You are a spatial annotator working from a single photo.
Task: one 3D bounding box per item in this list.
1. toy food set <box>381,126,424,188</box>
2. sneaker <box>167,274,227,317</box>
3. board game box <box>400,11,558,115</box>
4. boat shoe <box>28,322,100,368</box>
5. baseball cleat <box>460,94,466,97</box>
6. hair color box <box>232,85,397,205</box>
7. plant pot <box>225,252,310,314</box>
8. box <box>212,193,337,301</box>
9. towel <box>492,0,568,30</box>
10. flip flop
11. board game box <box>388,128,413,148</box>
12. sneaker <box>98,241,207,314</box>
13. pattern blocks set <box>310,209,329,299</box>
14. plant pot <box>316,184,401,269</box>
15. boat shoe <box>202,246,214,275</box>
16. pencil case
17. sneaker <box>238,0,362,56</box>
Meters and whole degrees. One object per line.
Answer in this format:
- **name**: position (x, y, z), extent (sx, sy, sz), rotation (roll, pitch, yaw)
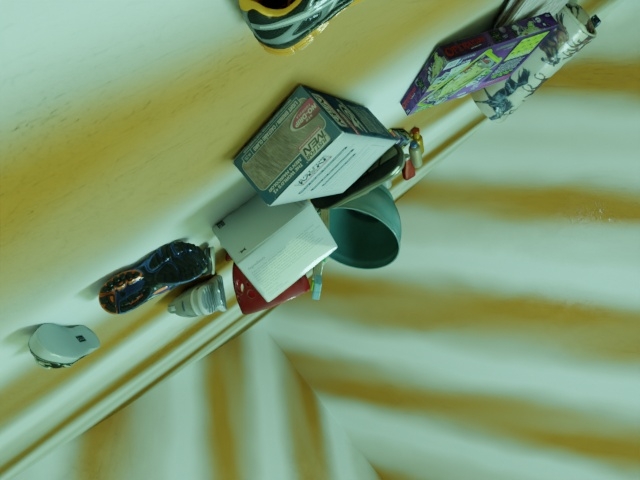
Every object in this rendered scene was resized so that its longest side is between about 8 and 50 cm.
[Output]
- **toy food set**: position (0.246, -0.259, 1.564), extent (0.232, 0.111, 0.104), rotation (-28, 141, -4)
- **sneaker**: position (-0.330, 0.153, 1.322), extent (0.115, 0.105, 0.281), rotation (-10, 175, 2)
- **board game box**: position (0.375, -0.420, 1.158), extent (0.347, 0.056, 0.208), rotation (-24, 165, -22)
- **boat shoe**: position (-0.470, 0.200, 0.872), extent (0.070, 0.077, 0.219), rotation (-39, 174, -10)
- **baseball cleat**: position (0.438, -0.473, 1.318), extent (0.206, 0.072, 0.109), rotation (-45, 165, 14)
- **hair color box**: position (0.009, -0.169, 0.897), extent (0.174, 0.105, 0.347), rotation (-43, 172, 22)
- **plant pot**: position (-0.139, 0.079, 1.254), extent (0.191, 0.174, 0.191), rotation (-18, 180, 0)
- **box**: position (-0.096, -0.006, 0.977), extent (0.182, 0.119, 0.181), rotation (-38, -146, -8)
- **towel**: position (0.542, -0.598, 1.146), extent (0.332, 0.053, 0.317), rotation (-37, 173, -16)
- **flip flop**: position (0.081, -0.144, 1.117), extent (0.277, 0.112, 0.080), rotation (-21, 162, 35)
- **board game box**: position (0.184, -0.257, 1.440), extent (0.170, 0.048, 0.141), rotation (-43, 173, 28)
- **sneaker**: position (-0.315, 0.069, 0.910), extent (0.221, 0.083, 0.087), rotation (-27, 180, -37)
- **pattern blocks set**: position (0.000, 0.000, 1.273), extent (0.325, 0.026, 0.285), rotation (-92, -169, -74)
- **plant pot**: position (0.132, -0.071, 1.565), extent (0.293, 0.293, 0.196), rotation (-49, -165, 52)
- **boat shoe**: position (-0.263, 0.048, 1.108), extent (0.043, 0.049, 0.137), rotation (4, 161, -12)
- **pencil case**: position (0.648, -0.551, 1.511), extent (0.410, 0.160, 0.183), rotation (-48, -169, 50)
- **sneaker**: position (0.012, -0.264, 0.452), extent (0.215, 0.084, 0.083), rotation (-41, 168, 16)
